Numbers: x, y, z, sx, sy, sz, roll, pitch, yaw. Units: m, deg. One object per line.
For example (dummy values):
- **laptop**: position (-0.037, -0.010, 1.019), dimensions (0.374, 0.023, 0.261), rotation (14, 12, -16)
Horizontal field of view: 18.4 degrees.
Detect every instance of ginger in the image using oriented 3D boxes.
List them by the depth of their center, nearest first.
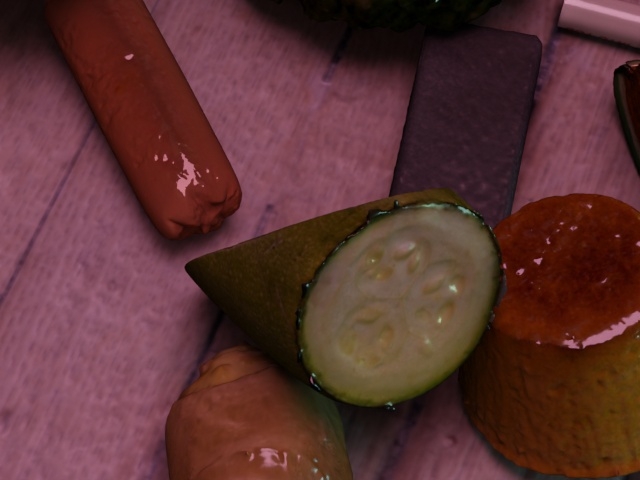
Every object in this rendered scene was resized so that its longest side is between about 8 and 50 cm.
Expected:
- **ginger**: position (-0.048, 0.189, 1.468), dimensions (0.138, 0.152, 0.267), rotation (-16, 37, 15)

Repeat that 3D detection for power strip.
- **power strip**: position (0.117, -0.067, 1.677), dimensions (0.105, 0.070, 0.256), rotation (11, 57, 6)

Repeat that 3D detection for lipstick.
- **lipstick**: position (0.281, -0.194, 1.781), dimensions (0.131, 0.038, 0.038), rotation (16, 59, 6)

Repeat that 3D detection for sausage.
- **sausage**: position (-0.154, -0.124, 1.681), dimensions (0.086, 0.086, 0.289), rotation (-21, 61, -16)

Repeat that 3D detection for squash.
- **squash**: position (0.000, 0.000, 1.500), dimensions (0.189, 0.189, 0.260), rotation (-23, 35, -17)

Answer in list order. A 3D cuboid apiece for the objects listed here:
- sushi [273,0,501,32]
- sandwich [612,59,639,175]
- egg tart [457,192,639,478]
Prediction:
- **sushi**: position (0.087, -0.343, 1.744), dimensions (0.294, 0.178, 0.352), rotation (16, 52, 23)
- **sandwich**: position (0.320, -0.079, 1.655), dimensions (0.079, 0.159, 0.235), rotation (-16, 41, -8)
- **egg tart**: position (0.207, 0.068, 1.538), dimensions (0.215, 0.171, 0.215), rotation (-6, 52, 8)
